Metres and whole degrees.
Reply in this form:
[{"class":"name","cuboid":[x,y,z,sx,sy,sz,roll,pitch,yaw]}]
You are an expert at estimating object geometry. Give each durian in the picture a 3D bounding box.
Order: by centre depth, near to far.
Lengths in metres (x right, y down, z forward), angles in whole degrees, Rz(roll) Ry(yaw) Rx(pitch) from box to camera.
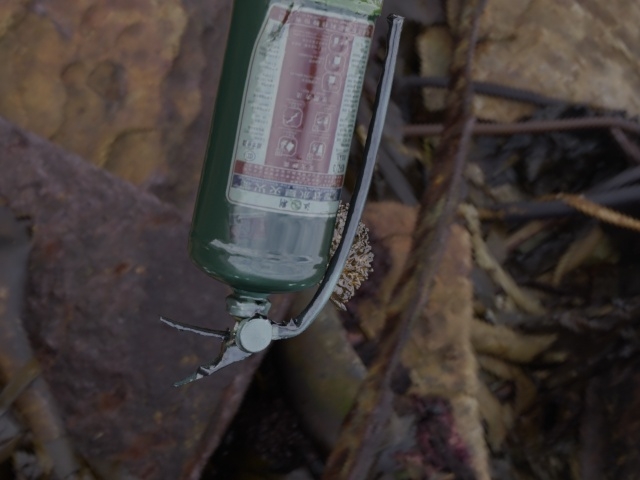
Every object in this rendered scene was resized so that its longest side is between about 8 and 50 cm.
[{"class":"durian","cuboid":[-0.001,-0.002,0.968,0.110,0.071,0.140,33,11,-47]}]

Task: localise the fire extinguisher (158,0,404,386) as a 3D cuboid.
[{"class":"fire extinguisher","cuboid":[-0.026,-0.047,0.757,0.118,0.093,0.294,8,99,-24]}]
